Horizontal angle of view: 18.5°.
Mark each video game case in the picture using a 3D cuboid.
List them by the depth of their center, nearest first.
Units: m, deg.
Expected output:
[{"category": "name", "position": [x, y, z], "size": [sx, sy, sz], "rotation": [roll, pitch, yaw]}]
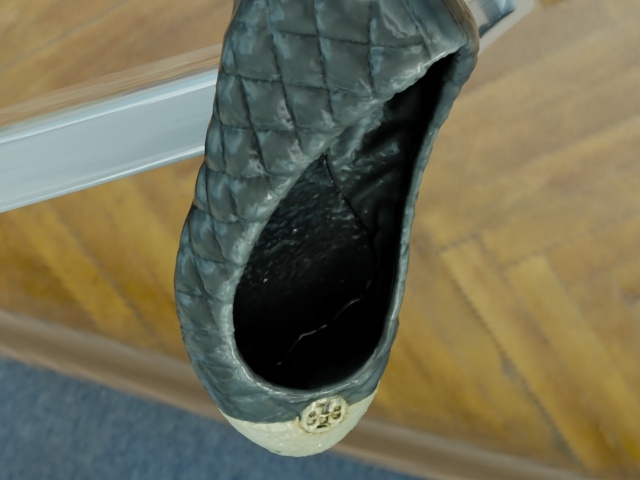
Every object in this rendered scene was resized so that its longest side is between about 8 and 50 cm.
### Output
[{"category": "video game case", "position": [-0.043, -0.042, 0.588], "size": [0.201, 0.183, 0.023], "rotation": [-16, 98, 15]}]

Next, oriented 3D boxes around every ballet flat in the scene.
[{"category": "ballet flat", "position": [0.000, 0.000, 0.443], "size": [0.057, 0.049, 0.173], "rotation": [-21, 145, -21]}]
